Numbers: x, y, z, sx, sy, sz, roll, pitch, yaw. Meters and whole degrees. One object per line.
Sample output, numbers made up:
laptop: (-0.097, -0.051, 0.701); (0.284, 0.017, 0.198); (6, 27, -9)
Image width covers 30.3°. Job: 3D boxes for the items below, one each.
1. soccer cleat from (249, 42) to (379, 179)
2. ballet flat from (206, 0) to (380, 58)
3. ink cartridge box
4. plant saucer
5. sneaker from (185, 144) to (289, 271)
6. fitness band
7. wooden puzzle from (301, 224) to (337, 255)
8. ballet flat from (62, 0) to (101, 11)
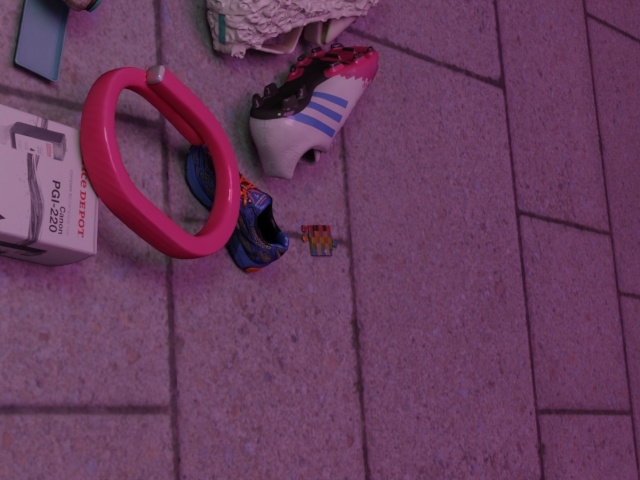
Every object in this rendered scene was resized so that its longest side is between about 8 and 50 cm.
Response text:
soccer cleat: (-0.009, -0.205, 1.855); (0.331, 0.116, 0.143); (-42, 133, -48)
ballet flat: (-0.035, -0.365, 1.860); (0.409, 0.147, 0.147); (-21, 96, -47)
ink cartridge box: (-0.369, -0.068, 1.386); (0.218, 0.092, 0.158); (17, 67, -49)
plant saucer: (-0.356, -0.298, 1.524); (0.067, 0.018, 0.192); (25, 62, -44)
sneaker: (-0.112, -0.060, 1.689); (0.221, 0.087, 0.083); (59, 42, -20)
fitness band: (-0.198, -0.098, 1.522); (0.291, 0.054, 0.209); (44, 45, -47)
wooden puzzle: (0.000, 0.000, 1.867); (0.083, 0.006, 0.049); (0, 79, -50)
ballet flat: (-0.301, -0.439, 1.552); (0.106, 0.107, 0.316); (28, 48, -24)
